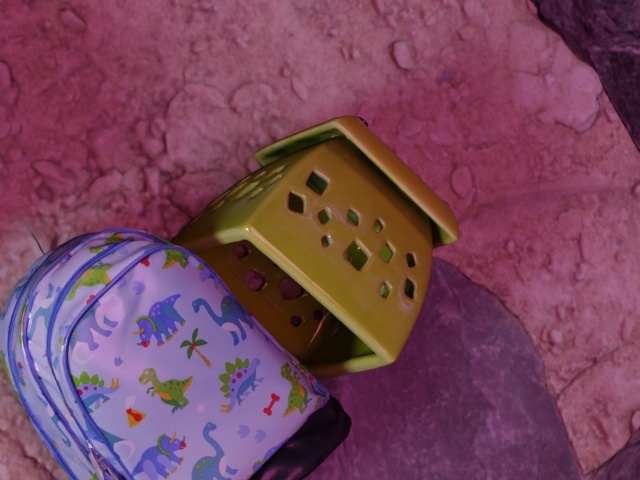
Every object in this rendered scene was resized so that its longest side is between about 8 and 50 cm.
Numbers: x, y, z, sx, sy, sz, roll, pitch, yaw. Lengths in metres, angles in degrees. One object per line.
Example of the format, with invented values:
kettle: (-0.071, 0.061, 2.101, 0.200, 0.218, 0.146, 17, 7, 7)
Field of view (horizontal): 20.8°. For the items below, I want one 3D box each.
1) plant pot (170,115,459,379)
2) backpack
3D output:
plant pot: (0.000, 0.000, 1.899, 0.227, 0.228, 0.207, 43, 65, -16)
backpack: (-0.168, 0.147, 1.811, 0.290, 0.273, 0.355, -40, 91, -15)
